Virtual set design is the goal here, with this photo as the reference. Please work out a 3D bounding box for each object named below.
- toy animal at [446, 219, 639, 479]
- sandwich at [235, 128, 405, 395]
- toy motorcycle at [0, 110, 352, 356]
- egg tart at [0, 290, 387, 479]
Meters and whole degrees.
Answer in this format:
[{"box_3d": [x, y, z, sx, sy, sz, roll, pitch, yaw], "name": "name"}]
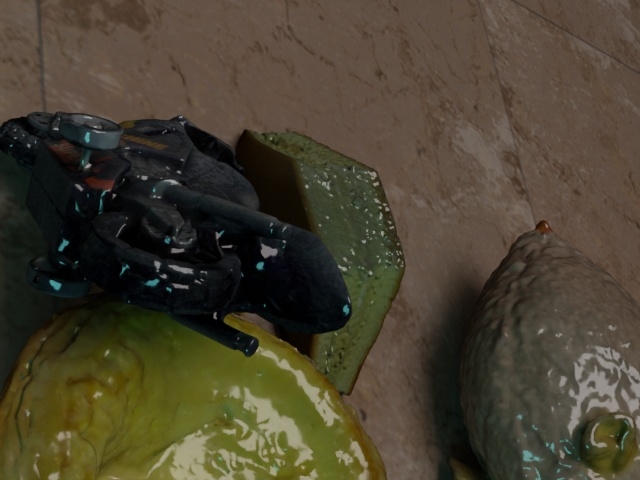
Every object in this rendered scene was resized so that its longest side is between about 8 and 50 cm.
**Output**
[{"box_3d": [0.230, 0.146, 1.067, 0.226, 0.188, 0.358, 15, 55, -50], "name": "toy animal"}, {"box_3d": [0.000, 0.000, 0.980, 0.094, 0.096, 0.258, 4, 61, -42], "name": "sandwich"}, {"box_3d": [-0.105, -0.022, 0.754, 0.173, 0.108, 0.307, 8, 19, -32], "name": "toy motorcycle"}, {"box_3d": [-0.085, 0.180, 0.730, 0.315, 0.120, 0.315, 25, 46, -29], "name": "egg tart"}]
